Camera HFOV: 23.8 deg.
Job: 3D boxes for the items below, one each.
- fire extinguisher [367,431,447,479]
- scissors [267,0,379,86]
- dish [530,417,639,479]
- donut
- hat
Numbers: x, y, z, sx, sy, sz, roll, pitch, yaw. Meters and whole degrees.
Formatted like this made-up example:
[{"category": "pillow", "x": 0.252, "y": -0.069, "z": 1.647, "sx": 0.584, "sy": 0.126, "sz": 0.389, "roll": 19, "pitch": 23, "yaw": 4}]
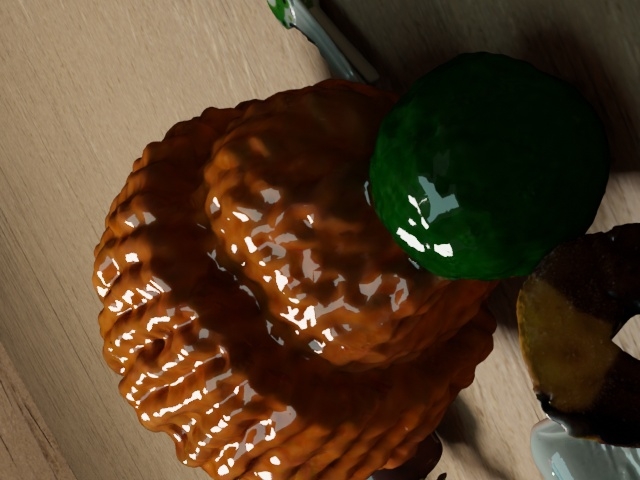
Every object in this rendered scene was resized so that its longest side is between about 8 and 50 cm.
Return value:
[{"category": "fire extinguisher", "x": 0.020, "y": 0.109, "z": 1.287, "sx": 0.341, "sy": 0.105, "sz": 0.141, "roll": 58, "pitch": 161, "yaw": 11}, {"category": "scissors", "x": -0.023, "y": -0.179, "z": 1.101, "sx": 0.204, "sy": 0.027, "sz": 0.101, "roll": 50, "pitch": 161, "yaw": 27}, {"category": "dish", "x": 0.220, "y": 0.156, "z": 0.959, "sx": 0.154, "sy": 0.064, "sz": 0.234, "roll": 57, "pitch": 158, "yaw": 5}, {"category": "donut", "x": 0.175, "y": 0.057, "z": 0.830, "sx": 0.140, "sy": 0.140, "sz": 0.059, "roll": 51, "pitch": 171, "yaw": 20}, {"category": "hat", "x": 0.000, "y": 0.000, "z": 0.978, "sx": 0.285, "sy": 0.285, "sz": 0.400, "roll": 55, "pitch": 156, "yaw": 11}]
